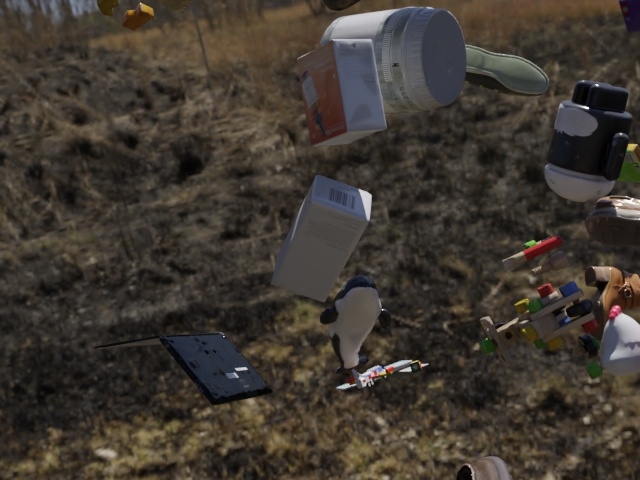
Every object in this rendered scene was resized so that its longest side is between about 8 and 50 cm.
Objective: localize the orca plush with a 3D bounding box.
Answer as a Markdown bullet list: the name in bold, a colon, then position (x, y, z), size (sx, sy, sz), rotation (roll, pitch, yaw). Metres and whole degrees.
- **orca plush**: position (0.079, 0.166, 1.887), size (0.151, 0.287, 0.102), rotation (-9, 43, 5)

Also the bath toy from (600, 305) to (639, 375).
- **bath toy**: position (0.663, 0.158, 1.532), size (0.348, 0.129, 0.151), rotation (-16, -7, 40)

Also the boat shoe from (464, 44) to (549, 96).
- **boat shoe**: position (0.399, -0.372, 1.928), size (0.228, 0.081, 0.068), rotation (23, -17, 13)

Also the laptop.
- **laptop**: position (-0.266, 0.255, 1.693), size (0.136, 0.264, 0.234), rotation (-49, -21, 14)

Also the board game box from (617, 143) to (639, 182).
- **board game box**: position (0.796, -0.221, 2.411), size (0.039, 0.124, 0.259), rotation (-52, 31, -19)

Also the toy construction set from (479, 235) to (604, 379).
- **toy construction set**: position (0.467, 0.161, 1.941), size (0.237, 0.309, 0.257), rotation (-24, 22, -3)

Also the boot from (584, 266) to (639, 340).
- **boot**: position (0.747, 0.161, 2.164), size (0.152, 0.197, 0.073), rotation (9, -16, -21)

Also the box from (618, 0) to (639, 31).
- **box**: position (0.576, -0.355, 1.201), size (0.201, 0.057, 0.293), rotation (-22, 14, -1)

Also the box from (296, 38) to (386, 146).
- **box**: position (0.037, -0.271, 1.590), size (0.091, 0.170, 0.130), rotation (-8, -3, -33)

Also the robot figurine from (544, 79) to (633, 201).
- **robot figurine**: position (0.629, -0.228, 2.012), size (0.174, 0.278, 0.209), rotation (15, 17, 18)

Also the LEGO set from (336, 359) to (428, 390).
- **LEGO set**: position (0.140, 0.292, 1.958), size (0.182, 0.060, 0.244), rotation (-18, -3, -16)

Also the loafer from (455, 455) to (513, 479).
- **loafer**: position (0.264, 0.452, 1.429), size (0.130, 0.133, 0.366), rotation (-6, 0, -1)

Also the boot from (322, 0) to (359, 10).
- **boot**: position (0.056, -0.492, 1.299), size (0.263, 0.229, 0.091), rotation (-46, 59, -4)

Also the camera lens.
- **camera lens**: position (0.148, -0.384, 1.854), size (0.274, 0.219, 0.219), rotation (3, 20, 37)

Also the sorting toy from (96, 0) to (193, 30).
- **sorting toy**: position (-0.296, -0.487, 1.538), size (0.307, 0.041, 0.229), rotation (-22, -23, 34)

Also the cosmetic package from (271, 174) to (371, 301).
- **cosmetic package**: position (0.000, 0.000, 1.616), size (0.117, 0.231, 0.085), rotation (21, 41, -10)

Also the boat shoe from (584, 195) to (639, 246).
- **boat shoe**: position (0.793, -0.040, 2.013), size (0.324, 0.123, 0.116), rotation (16, 46, 14)
